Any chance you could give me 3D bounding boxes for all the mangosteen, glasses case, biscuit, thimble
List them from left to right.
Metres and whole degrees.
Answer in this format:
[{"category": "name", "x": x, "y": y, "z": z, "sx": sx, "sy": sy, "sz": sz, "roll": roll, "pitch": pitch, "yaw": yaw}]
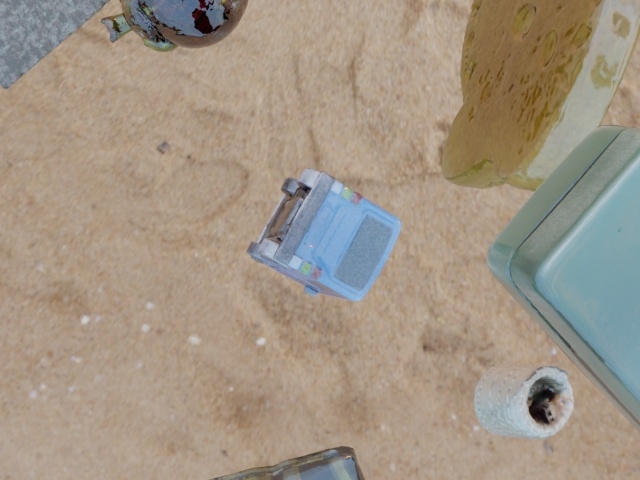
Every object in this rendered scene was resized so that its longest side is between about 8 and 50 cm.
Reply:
[{"category": "mangosteen", "x": -0.176, "y": -0.320, "z": 1.230, "sx": 0.184, "sy": 0.172, "sz": 0.172, "roll": -2, "pitch": 126, "yaw": 55}, {"category": "thimble", "x": 0.274, "y": 0.214, "z": 1.313, "sx": 0.090, "sy": 0.115, "sz": 0.102, "roll": -10, "pitch": 104, "yaw": 52}, {"category": "biscuit", "x": 0.197, "y": -0.164, "z": 0.912, "sx": 0.057, "sy": 0.344, "sz": 0.287, "roll": 16, "pitch": 120, "yaw": -12}, {"category": "glasses case", "x": 0.150, "y": 0.042, "z": 0.391, "sx": 0.078, "sy": 0.039, "sz": 0.184, "roll": -48, "pitch": 113, "yaw": -6}]

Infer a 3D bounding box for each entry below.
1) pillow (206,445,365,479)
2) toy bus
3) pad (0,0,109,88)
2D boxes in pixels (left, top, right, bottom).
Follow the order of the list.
[{"category": "pillow", "x": -0.035, "y": 0.199, "z": 0.500, "sx": 0.212, "sy": 0.052, "sz": 0.208, "roll": -19, "pitch": 117, "yaw": 22}, {"category": "toy bus", "x": 0.000, "y": 0.000, "z": 1.137, "sx": 0.133, "sy": 0.234, "sz": 0.116, "roll": 29, "pitch": 84, "yaw": -9}, {"category": "pad", "x": -0.238, "y": -0.246, "z": 0.718, "sx": 0.158, "sy": 0.003, "sz": 0.235, "roll": -47, "pitch": 138, "yaw": -17}]
